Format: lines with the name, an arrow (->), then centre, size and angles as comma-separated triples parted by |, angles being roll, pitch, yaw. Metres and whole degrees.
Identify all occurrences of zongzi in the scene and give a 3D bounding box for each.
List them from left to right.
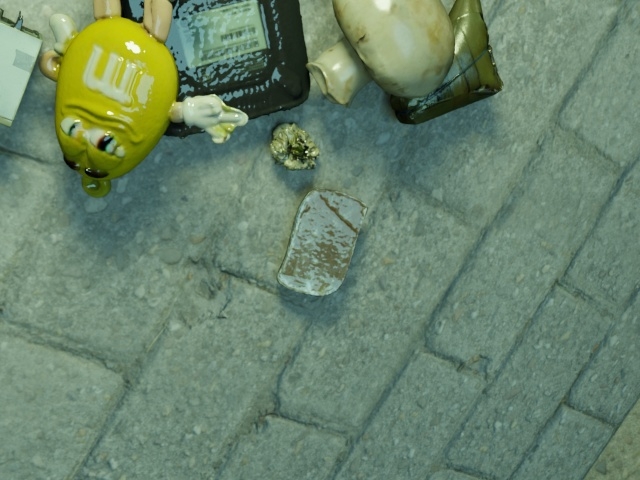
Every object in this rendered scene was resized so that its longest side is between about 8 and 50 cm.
zongzi -> 0.255, -0.424, 1.468 | 0.260, 0.123, 0.289 | -22, 108, -11

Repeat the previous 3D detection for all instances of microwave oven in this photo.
microwave oven -> -0.610, -0.325, 1.106 | 0.240, 0.145, 0.194 | 20, 99, -29

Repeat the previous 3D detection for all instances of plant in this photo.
plant -> -0.046, -0.199, 1.423 | 0.116, 0.122, 0.104 | 14, 93, -20

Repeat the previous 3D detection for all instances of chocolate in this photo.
chocolate -> -0.002, -0.001, 1.544 | 0.157, 0.080, 0.254 | 15, 103, -13

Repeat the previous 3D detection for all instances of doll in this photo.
doll -> -0.319, -0.301, 1.144 | 0.348, 0.161, 0.423 | -10, 105, 10

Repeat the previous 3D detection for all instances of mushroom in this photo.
mushroom -> 0.110, -0.402, 1.327 | 0.290, 0.297, 0.297 | -29, 124, 22

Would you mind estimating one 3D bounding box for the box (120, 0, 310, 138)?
box -> -0.201, -0.396, 1.287 | 0.359, 0.091, 0.350 | -20, 117, -18
